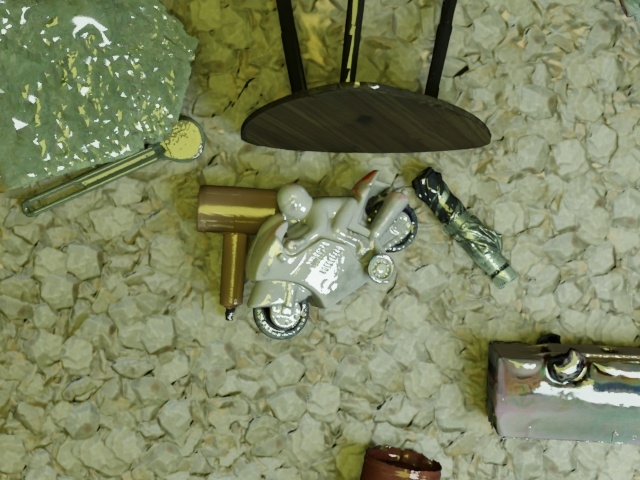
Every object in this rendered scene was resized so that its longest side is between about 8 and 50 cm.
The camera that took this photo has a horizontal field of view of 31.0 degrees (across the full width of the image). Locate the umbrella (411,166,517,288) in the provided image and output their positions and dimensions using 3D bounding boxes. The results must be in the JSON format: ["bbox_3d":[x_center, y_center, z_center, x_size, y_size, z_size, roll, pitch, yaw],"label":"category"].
[{"bbox_3d":[0.191,-0.017,1.519,0.188,0.046,0.050,51,138,-3],"label":"umbrella"}]

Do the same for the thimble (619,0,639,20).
[{"bbox_3d":[0.482,-0.334,1.426,0.211,0.185,0.149,8,96,-14],"label":"thimble"}]

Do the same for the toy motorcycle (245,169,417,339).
[{"bbox_3d":[0.000,0.000,1.468,0.260,0.110,0.171,-37,104,-17],"label":"toy motorcycle"}]

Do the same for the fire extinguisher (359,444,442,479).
[{"bbox_3d":[0.056,0.442,1.537,0.147,0.106,0.337,15,95,25],"label":"fire extinguisher"}]

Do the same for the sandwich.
[{"bbox_3d":[-0.309,-0.214,1.408,0.325,0.131,0.262,-24,106,-29],"label":"sandwich"}]

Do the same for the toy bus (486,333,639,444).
[{"bbox_3d":[0.378,0.198,1.508,0.317,0.112,0.138,4,99,1],"label":"toy bus"}]

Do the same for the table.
[{"bbox_3d":[0.038,-0.256,1.430,0.317,0.317,0.249,2,81,1],"label":"table"}]

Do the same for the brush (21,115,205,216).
[{"bbox_3d":[-0.277,-0.091,1.531,0.266,0.027,0.062,-24,94,3],"label":"brush"}]

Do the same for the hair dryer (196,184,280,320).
[{"bbox_3d":[-0.109,0.019,1.527,0.117,0.064,0.181,4,102,-1],"label":"hair dryer"}]
